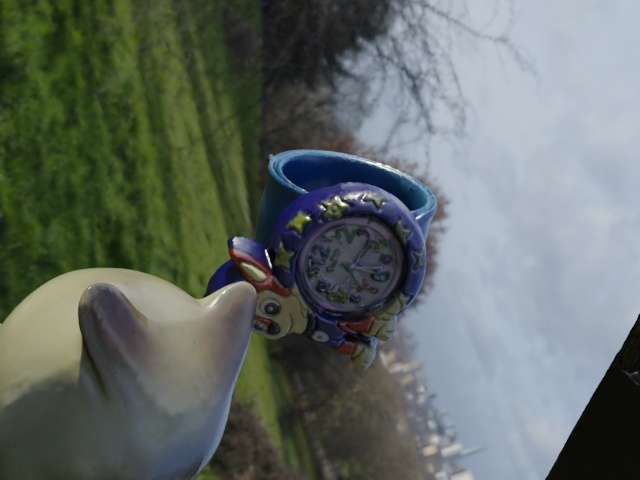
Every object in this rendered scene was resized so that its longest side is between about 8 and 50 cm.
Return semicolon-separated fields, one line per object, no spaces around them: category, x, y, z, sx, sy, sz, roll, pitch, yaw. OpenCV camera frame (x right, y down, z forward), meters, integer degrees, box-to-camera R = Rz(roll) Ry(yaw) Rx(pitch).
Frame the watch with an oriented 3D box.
watch;0.009;-0.003;1.037;0.200;0.196;0.171;-90;-158;-65

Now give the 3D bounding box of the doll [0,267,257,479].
doll;-0.230;0.152;0.882;0.215;0.370;0.226;10;69;-51

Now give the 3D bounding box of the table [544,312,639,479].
table;0.229;0.139;0.541;0.169;0.172;0.193;48;-44;35
